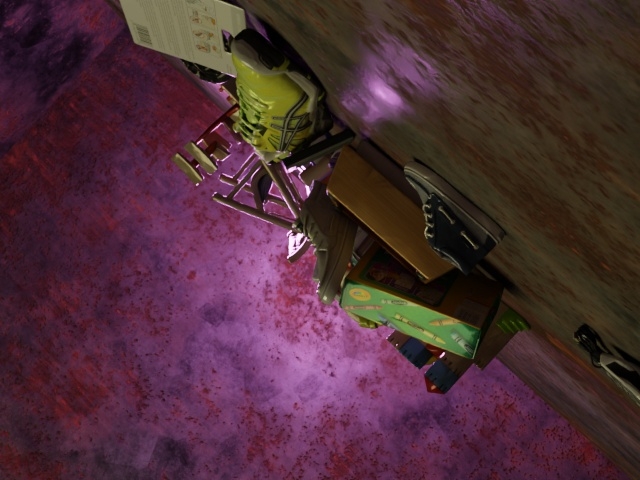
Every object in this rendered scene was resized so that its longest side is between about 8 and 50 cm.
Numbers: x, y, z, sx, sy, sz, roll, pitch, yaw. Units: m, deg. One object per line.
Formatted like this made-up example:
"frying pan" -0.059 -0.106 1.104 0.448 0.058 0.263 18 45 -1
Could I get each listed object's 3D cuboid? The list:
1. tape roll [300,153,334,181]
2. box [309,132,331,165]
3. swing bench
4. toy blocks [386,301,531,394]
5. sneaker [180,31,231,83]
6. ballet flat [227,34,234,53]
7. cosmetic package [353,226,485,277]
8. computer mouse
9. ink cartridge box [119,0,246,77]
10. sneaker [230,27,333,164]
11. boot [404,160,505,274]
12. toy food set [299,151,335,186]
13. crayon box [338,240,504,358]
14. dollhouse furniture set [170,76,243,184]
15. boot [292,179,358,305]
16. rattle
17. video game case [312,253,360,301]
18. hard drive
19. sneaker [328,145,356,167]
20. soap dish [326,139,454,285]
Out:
"tape roll" -0.054 -0.233 2.270 0.219 0.072 0.219 42 179 1
"box" -0.054 -0.243 1.909 0.137 0.072 0.126 41 179 35
"swing bench" -0.106 -0.106 2.182 0.254 0.165 0.253 40 -172 -12
"toy blocks" 0.276 0.197 2.129 0.381 0.261 0.191 42 179 45
"sneaker" -0.257 -0.425 1.756 0.271 0.100 0.108 51 -163 -12
"ballet flat" -0.140 -0.351 1.745 0.168 0.057 0.052 62 -171 -76
"cosmetic package" 0.200 0.044 1.940 0.296 0.153 0.129 41 177 3
"computer mouse" 0.465 0.200 1.389 0.106 0.042 0.193 49 -178 -31
"ink cartridge box" -0.227 -0.392 1.568 0.239 0.060 0.275 18 165 3
"sneaker" -0.079 -0.226 1.552 0.145 0.147 0.385 44 178 20
"boot" 0.175 -0.036 1.345 0.190 0.086 0.069 42 179 27
"toy food set" -0.031 -0.215 2.091 0.232 0.104 0.111 55 -172 11
"crayon box" 0.197 0.107 1.759 0.278 0.081 0.165 20 -144 17
"dollhouse furniture set" -0.228 -0.296 2.172 0.135 0.262 0.259 45 145 -13
"boot" 0.000 0.000 1.750 0.123 0.258 0.095 19 143 -4
"rattle" 0.105 0.079 1.957 0.130 0.143 0.200 -21 104 53
"video game case" 0.059 -0.012 2.062 0.025 0.285 0.204 6 161 25
"hard drive" -0.006 -0.165 1.667 0.094 0.135 0.022 177 67 -89
"sneaker" 0.086 -0.116 1.835 0.170 0.071 0.068 42 179 -5
"soap dish" 0.139 -0.041 1.641 0.291 0.118 0.229 42 179 6
